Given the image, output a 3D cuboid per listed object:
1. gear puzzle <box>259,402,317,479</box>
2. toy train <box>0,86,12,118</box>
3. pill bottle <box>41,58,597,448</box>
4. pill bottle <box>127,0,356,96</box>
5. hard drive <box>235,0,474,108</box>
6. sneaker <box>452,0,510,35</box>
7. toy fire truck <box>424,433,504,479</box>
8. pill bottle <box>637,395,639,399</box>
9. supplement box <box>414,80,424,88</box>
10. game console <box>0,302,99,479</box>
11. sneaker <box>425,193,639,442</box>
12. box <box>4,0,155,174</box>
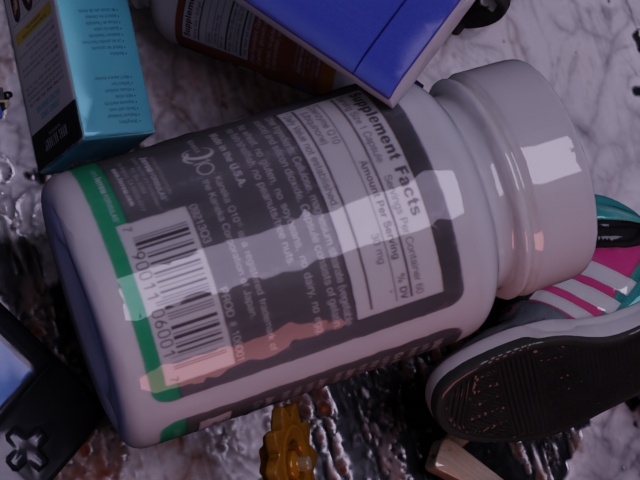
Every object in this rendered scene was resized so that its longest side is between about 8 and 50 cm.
[{"bbox_3d":[-0.010,0.282,1.165,0.175,0.044,0.339,-39,121,-69],"label":"gear puzzle"},{"bbox_3d":[-0.299,-0.092,1.199,0.158,0.027,0.036,-9,85,-30],"label":"toy train"},{"bbox_3d":[0.000,0.000,1.184,0.361,0.204,0.204,-17,85,-14],"label":"pill bottle"},{"bbox_3d":[-0.053,-0.193,1.271,0.216,0.121,0.121,22,64,9],"label":"pill bottle"},{"bbox_3d":[-0.016,-0.266,1.155,0.319,0.040,0.210,36,86,13],"label":"hard drive"},{"bbox_3d":[0.050,-0.287,1.404,0.276,0.097,0.135,23,67,-24],"label":"sneaker"},{"bbox_3d":[0.128,0.202,1.345,0.192,0.047,0.135,-21,87,-31],"label":"toy fire truck"},{"bbox_3d":[0.350,0.149,1.454,0.169,0.094,0.094,49,60,-9],"label":"pill bottle"},{"bbox_3d":[0.028,-0.098,1.348,0.056,0.083,0.083,35,62,-16],"label":"supplement box"},{"bbox_3d":[-0.292,0.093,1.068,0.293,0.173,0.250,46,60,-11],"label":"game console"},{"bbox_3d":[0.187,0.049,1.355,0.295,0.178,0.124,-16,128,-22],"label":"sneaker"},{"bbox_3d":[-0.192,-0.181,1.239,0.060,0.100,0.244,-8,81,-30],"label":"box"}]
